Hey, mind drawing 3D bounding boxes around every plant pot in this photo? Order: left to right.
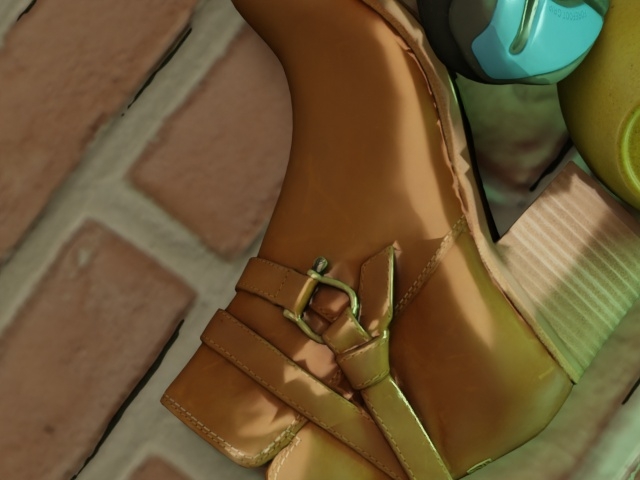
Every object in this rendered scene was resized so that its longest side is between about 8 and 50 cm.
[{"bbox_3d":[0.171,-0.061,0.918,0.134,0.095,0.134,5,116,10],"label":"plant pot"}]

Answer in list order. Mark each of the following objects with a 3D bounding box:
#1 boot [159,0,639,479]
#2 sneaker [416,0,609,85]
[{"bbox_3d":[0.000,0.000,0.977,0.283,0.109,0.220,44,92,9],"label":"boot"},{"bbox_3d":[0.045,-0.181,0.954,0.139,0.125,0.341,-24,42,17],"label":"sneaker"}]
